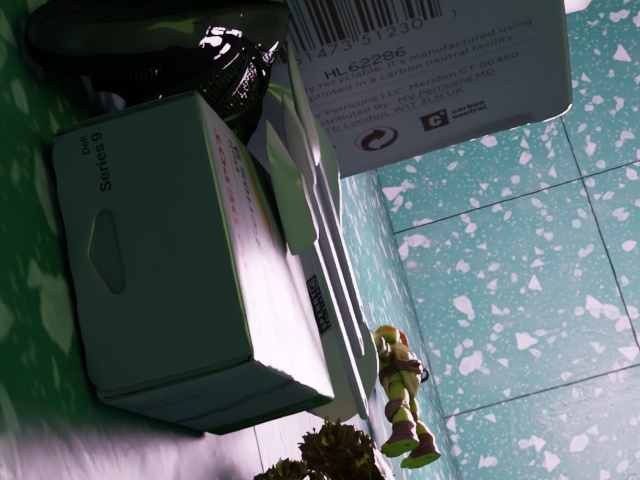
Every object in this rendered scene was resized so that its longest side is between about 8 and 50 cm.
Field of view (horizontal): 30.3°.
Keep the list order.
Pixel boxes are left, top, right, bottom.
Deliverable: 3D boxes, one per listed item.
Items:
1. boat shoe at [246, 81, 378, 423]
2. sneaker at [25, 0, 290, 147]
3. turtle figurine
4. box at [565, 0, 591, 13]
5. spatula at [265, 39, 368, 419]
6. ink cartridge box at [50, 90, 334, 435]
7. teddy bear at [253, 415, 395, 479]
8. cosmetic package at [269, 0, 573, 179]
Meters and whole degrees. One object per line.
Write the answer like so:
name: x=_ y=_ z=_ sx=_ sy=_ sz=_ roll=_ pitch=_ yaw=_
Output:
boat shoe: x=-0.037 y=0.010 z=0.950 sx=0.102 sy=0.108 sz=0.301 roll=17 pitch=-45 yaw=44
sneaker: x=-0.098 y=-0.092 z=0.739 sx=0.227 sy=0.087 sz=0.130 roll=-22 pitch=126 yaw=-64
turtle figurine: x=0.113 y=0.205 z=1.659 sx=0.269 sy=0.087 sz=0.217 roll=62 pitch=14 yaw=-57
box: x=0.225 y=-0.257 z=1.066 sx=0.324 sy=0.067 sz=0.063 roll=-19 pitch=93 yaw=-84
spatula: x=0.000 y=0.000 z=0.832 sx=0.168 sy=0.019 sz=0.242 roll=-91 pitch=168 yaw=-58
ink cartridge box: x=-0.069 y=0.025 z=0.701 sx=0.212 sy=0.093 sz=0.154 roll=45 pitch=29 yaw=-71
teddy bear: x=0.019 y=0.259 z=0.868 sx=0.245 sy=0.113 sz=0.338 roll=67 pitch=14 yaw=5
cosmetic package: x=0.001 y=-0.304 z=1.018 sx=0.327 sy=0.330 sz=0.393 roll=62 pitch=15 yaw=-59
